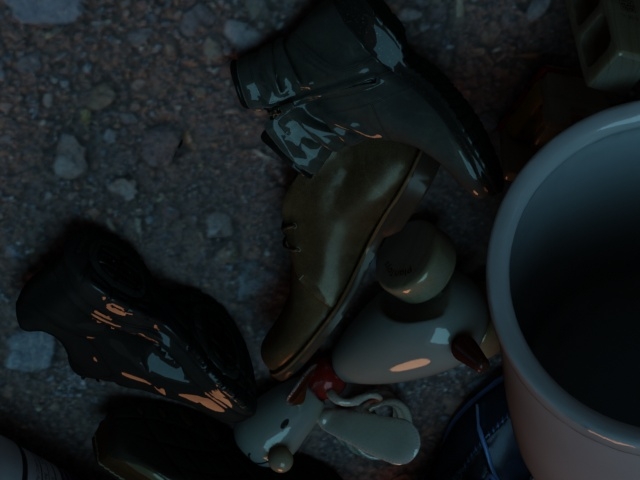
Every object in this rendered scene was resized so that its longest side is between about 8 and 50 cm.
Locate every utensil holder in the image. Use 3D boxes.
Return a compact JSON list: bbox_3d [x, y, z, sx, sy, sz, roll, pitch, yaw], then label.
[{"bbox_3d":[0.326,0.097,1.744,0.328,0.327,0.385,-18,155,0],"label":"utensil holder"}]

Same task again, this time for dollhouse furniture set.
[{"bbox_3d":[0.329,-0.205,1.715,0.201,0.152,0.374,9,143,-22],"label":"dollhouse furniture set"}]

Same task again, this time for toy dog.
[{"bbox_3d":[0.066,0.144,1.890,0.220,0.161,0.333,16,121,-26],"label":"toy dog"}]

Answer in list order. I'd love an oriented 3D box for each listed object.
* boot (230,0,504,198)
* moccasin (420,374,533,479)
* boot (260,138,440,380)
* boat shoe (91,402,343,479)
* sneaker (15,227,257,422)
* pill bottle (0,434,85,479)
[{"bbox_3d":[0.042,-0.106,1.699,0.161,0.083,0.246,-38,97,18],"label":"boot"},{"bbox_3d":[0.185,0.292,2.076,0.138,0.117,0.342,13,125,-24],"label":"moccasin"},{"bbox_3d":[0.000,0.000,1.813,0.115,0.112,0.305,25,114,-11],"label":"boot"},{"bbox_3d":[-0.109,0.279,1.989,0.324,0.122,0.120,26,121,-30],"label":"boat shoe"},{"bbox_3d":[-0.179,0.100,1.847,0.130,0.109,0.286,-34,123,26],"label":"sneaker"},{"bbox_3d":[-0.310,0.316,1.918,0.323,0.181,0.181,34,114,-31],"label":"pill bottle"}]
